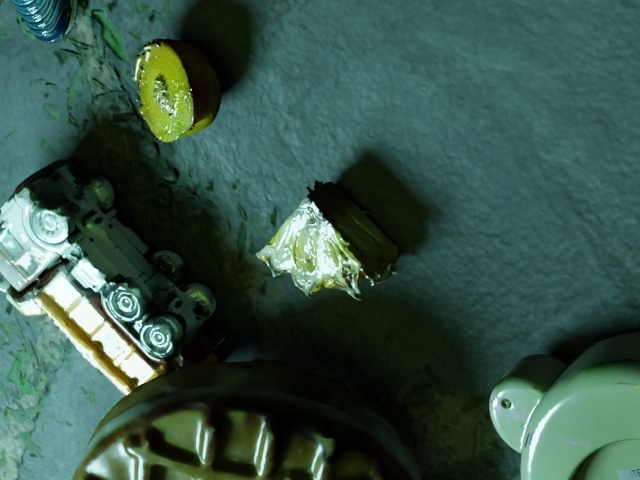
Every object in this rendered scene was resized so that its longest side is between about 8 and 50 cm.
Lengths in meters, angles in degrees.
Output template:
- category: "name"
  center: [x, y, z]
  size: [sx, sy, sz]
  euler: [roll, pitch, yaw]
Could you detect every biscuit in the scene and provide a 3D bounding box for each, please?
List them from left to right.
- category: "biscuit"
  center: [-0.056, 0.246, 1.190]
  size: [0.366, 0.115, 0.268]
  euler: [14, 118, -7]

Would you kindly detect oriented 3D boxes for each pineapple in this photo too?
- category: "pineapple"
  center: [0.000, 0.000, 1.141]
  size: [0.137, 0.069, 0.116]
  euler: [4, 114, 27]

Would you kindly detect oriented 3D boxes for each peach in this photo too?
- category: "peach"
  center: [-0.129, -0.142, 1.148]
  size: [0.098, 0.061, 0.098]
  euler: [19, 117, 44]

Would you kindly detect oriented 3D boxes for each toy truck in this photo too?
- category: "toy truck"
  center: [-0.215, 0.053, 1.249]
  size: [0.270, 0.114, 0.135]
  euler: [47, 119, -2]

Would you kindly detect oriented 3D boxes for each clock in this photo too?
- category: "clock"
  center: [0.306, 0.221, 1.057]
  size: [0.284, 0.114, 0.309]
  euler: [-21, 99, 38]

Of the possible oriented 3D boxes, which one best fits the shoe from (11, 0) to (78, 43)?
- category: "shoe"
  center: [-0.284, -0.253, 1.169]
  size: [0.064, 0.071, 0.142]
  euler: [-14, 109, 31]
